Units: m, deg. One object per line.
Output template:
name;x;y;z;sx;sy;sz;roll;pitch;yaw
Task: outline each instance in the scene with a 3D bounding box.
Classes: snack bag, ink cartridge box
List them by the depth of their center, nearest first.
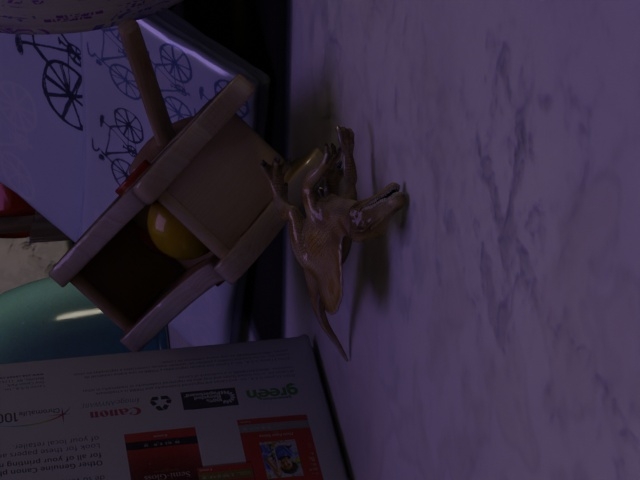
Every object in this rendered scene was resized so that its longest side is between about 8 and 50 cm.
ink cartridge box;-0.134;0.205;1.009;0.272;0.309;0.130;-106;17;-46
snack bag;-0.178;-0.093;1.337;0.342;0.037;0.323;37;144;23

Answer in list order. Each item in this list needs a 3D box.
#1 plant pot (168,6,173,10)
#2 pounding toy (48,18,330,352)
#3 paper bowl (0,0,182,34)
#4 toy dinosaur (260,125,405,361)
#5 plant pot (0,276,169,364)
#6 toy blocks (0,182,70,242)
plant pot;-0.190;-0.256;1.413;0.254;0.237;0.237;15;109;61
pounding toy;-0.112;-0.035;1.069;0.155;0.154;0.269;43;170;-7
paper bowl;-0.189;-0.278;1.162;0.284;0.284;0.148;-106;15;-45
toy dinosaur;0.000;0.000;0.928;0.183;0.053;0.092;110;152;-63
plant pot;-0.311;0.164;1.971;0.271;0.255;0.271;176;90;-79
toy blocks;-0.271;-0.066;1.685;0.381;0.261;0.191;142;123;-76
